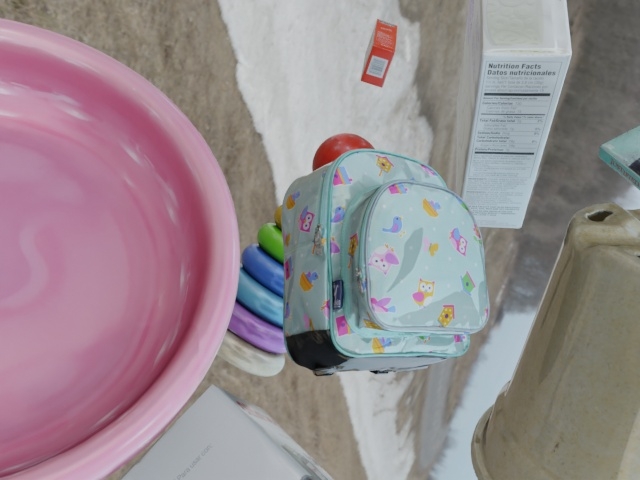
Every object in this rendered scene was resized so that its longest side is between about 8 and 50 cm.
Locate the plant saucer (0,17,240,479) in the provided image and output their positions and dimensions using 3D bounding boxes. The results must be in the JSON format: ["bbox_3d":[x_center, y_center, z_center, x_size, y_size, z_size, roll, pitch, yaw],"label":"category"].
[{"bbox_3d":[-0.218,0.008,0.437,0.332,0.332,0.084,-54,177,-36],"label":"plant saucer"}]

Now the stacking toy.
[{"bbox_3d":[-0.027,0.010,0.949,0.330,0.141,0.141,-56,165,5],"label":"stacking toy"}]

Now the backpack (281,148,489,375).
[{"bbox_3d":[0.052,0.012,0.632,0.144,0.165,0.188,-34,-122,50],"label":"backpack"}]

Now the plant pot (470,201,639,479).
[{"bbox_3d":[0.352,0.135,0.774,0.334,0.333,0.306,-40,139,-58],"label":"plant pot"}]

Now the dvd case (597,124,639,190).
[{"bbox_3d":[0.255,-0.059,0.460,0.119,0.087,0.013,-25,139,-9],"label":"dvd case"}]

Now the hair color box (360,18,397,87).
[{"bbox_3d":[0.106,-0.336,1.291,0.141,0.043,0.072,-79,-173,-54],"label":"hair color box"}]

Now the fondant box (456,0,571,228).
[{"bbox_3d":[0.231,-0.202,0.920,0.330,0.096,0.238,83,12,-58],"label":"fondant box"}]

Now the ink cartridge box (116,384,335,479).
[{"bbox_3d":[-0.012,0.271,0.610,0.121,0.289,0.211,-46,162,-9],"label":"ink cartridge box"}]
